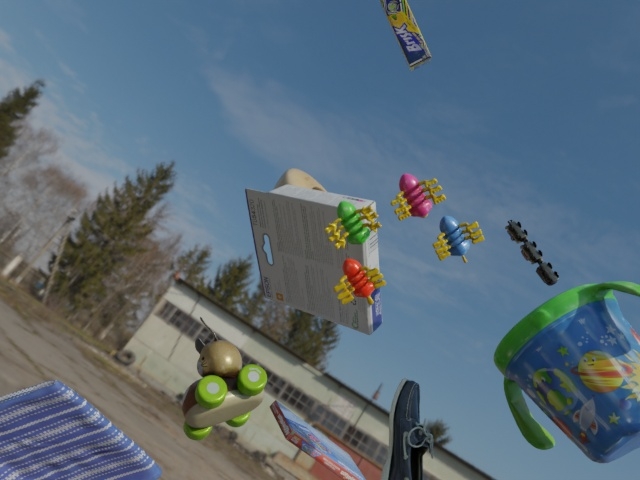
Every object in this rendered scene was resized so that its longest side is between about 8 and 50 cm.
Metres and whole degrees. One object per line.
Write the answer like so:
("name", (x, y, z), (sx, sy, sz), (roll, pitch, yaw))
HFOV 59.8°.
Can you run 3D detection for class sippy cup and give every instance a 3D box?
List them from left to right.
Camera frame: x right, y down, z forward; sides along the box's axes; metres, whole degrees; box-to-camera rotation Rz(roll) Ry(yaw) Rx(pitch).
("sippy cup", (0.448, 0.227, 0.915), (0.224, 0.240, 0.305), (59, -9, 38))

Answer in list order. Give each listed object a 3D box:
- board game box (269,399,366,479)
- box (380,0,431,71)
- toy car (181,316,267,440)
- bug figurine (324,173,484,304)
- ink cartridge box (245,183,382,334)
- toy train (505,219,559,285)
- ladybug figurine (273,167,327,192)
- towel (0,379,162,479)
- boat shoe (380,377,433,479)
("board game box", (-0.001, 0.504, 1.356), (0.281, 0.027, 0.145), (44, -5, -24))
("box", (0.194, -0.477, 1.270), (0.168, 0.054, 0.059), (65, 12, -1))
("toy car", (-0.200, 0.239, 1.028), (0.188, 0.149, 0.155), (59, -38, 31))
("bug figurine", (0.135, -0.005, 0.993), (0.072, 0.279, 0.216), (-104, 169, -60))
("ink cartridge box", (-0.014, 0.034, 1.317), (0.330, 0.071, 0.323), (16, -54, 34))
("toy train", (0.410, 0.023, 1.086), (0.036, 0.027, 0.158), (83, -15, -55))
("ladybug figurine", (0.000, 0.000, 1.648), (0.449, 0.162, 0.305), (55, 19, -3))
("towel", (-0.452, 0.368, 0.943), (0.040, 0.244, 0.335), (-107, 175, -48))
("boat shoe", (0.168, 0.385, 1.042), (0.079, 0.254, 0.095), (-6, -37, 31))
